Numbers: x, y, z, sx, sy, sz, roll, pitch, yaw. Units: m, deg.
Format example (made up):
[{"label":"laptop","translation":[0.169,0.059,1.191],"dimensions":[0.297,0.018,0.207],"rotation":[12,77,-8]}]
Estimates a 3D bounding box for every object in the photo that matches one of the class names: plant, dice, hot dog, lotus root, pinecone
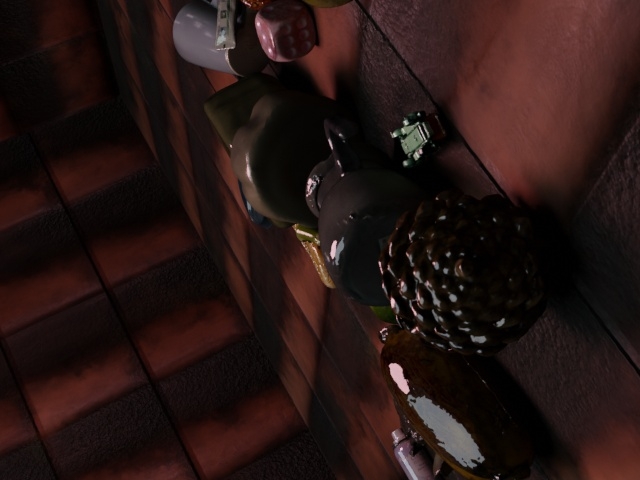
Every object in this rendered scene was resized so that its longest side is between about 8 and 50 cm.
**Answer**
[{"label":"plant","translation":[0.246,0.398,1.843],"dimensions":[0.131,0.143,0.203],"rotation":[111,141,-56]},{"label":"dice","translation":[-0.068,-0.407,1.670],"dimensions":[0.091,0.094,0.093],"rotation":[47,158,44]},{"label":"hot dog","translation":[0.000,0.000,2.098],"dimensions":[0.242,0.084,0.073],"rotation":[62,165,13]},{"label":"lotus root","translation":[0.239,0.299,1.605],"dimensions":[0.397,0.179,0.195],"rotation":[51,157,36]},{"label":"pinecone","translation":[0.204,0.057,1.240],"dimensions":[0.243,0.244,0.257],"rotation":[59,158,20]}]

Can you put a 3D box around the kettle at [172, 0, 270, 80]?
[{"label":"kettle","translation":[-0.213,-0.485,1.983],"dimensions":[0.243,0.160,0.210],"rotation":[32,118,49]}]

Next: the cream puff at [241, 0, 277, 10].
[{"label":"cream puff","translation":[-0.138,-0.531,1.726],"dimensions":[0.149,0.084,0.149],"rotation":[56,160,32]}]

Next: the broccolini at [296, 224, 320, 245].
[{"label":"broccolini","translation":[0.111,0.050,1.625],"dimensions":[0.392,0.079,0.073],"rotation":[25,132,39]}]

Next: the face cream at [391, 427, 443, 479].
[{"label":"face cream","translation":[0.253,0.584,2.196],"dimensions":[0.229,0.075,0.075],"rotation":[58,163,21]}]

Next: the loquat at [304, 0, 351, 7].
[{"label":"loquat","translation":[-0.002,-0.443,1.324],"dimensions":[0.152,0.152,0.195],"rotation":[83,164,-49]}]

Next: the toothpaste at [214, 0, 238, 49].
[{"label":"toothpaste","translation":[-0.199,-0.521,1.866],"dimensions":[0.064,0.041,0.218],"rotation":[4,89,35]}]

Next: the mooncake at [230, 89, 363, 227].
[{"label":"mooncake","translation":[-0.044,-0.162,1.672],"dimensions":[0.135,0.275,0.274],"rotation":[28,141,60]}]

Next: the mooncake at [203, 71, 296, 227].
[{"label":"mooncake","translation":[-0.108,-0.208,1.901],"dimensions":[0.351,0.187,0.351],"rotation":[61,178,4]}]

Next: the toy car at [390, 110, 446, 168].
[{"label":"toy car","translation":[0.158,-0.164,1.392],"dimensions":[0.143,0.054,0.073],"rotation":[131,114,-81]}]

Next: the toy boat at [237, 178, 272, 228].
[{"label":"toy boat","translation":[-0.155,-0.167,2.259],"dimensions":[0.114,0.122,0.296],"rotation":[20,127,41]}]

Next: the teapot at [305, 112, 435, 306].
[{"label":"teapot","translation":[0.058,-0.066,1.496],"dimensions":[0.305,0.223,0.285],"rotation":[35,-163,-36]}]

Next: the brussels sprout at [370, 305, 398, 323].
[{"label":"brussels sprout","translation":[0.147,0.093,1.708],"dimensions":[0.155,0.118,0.155],"rotation":[180,90,-85]}]
